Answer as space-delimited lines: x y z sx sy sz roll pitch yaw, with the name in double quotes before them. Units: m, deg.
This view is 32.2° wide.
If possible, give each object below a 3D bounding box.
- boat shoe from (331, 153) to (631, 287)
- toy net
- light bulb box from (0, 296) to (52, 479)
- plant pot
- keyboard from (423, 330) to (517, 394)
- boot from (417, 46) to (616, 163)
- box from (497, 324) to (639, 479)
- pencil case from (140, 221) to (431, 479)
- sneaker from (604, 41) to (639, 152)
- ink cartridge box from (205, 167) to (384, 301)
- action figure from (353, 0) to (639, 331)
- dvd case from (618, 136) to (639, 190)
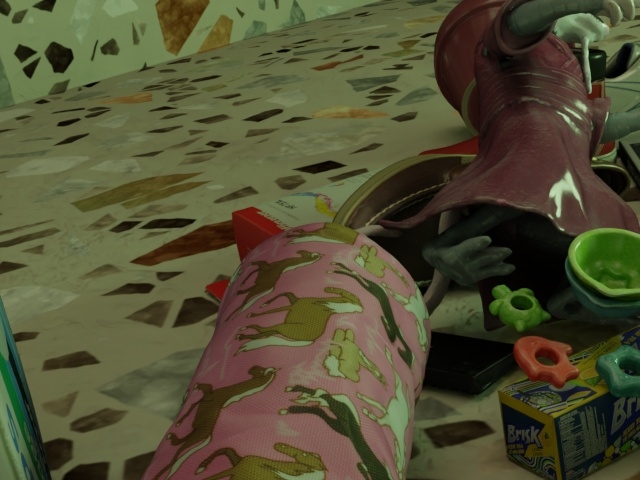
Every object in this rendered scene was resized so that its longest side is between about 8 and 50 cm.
"boat shoe" 0.164 -0.023 1.069 0.342 0.123 0.123 -15 16 -34
"toy net" 0.202 0.084 0.690 0.122 0.045 0.232 -11 42 -18
"light bulb box" -0.299 0.069 0.644 0.225 0.358 0.361 -17 20 -15
"plant pot" 0.259 -0.227 1.542 0.201 0.201 0.180 -7 34 10
"keyboard" 0.063 0.098 0.905 0.180 0.023 0.108 5 17 40
"boot" 0.226 -0.158 1.342 0.244 0.176 0.088 -7 20 13
"box" 0.206 0.104 0.758 0.169 0.054 0.059 -19 20 -26
"pencil case" -0.017 0.126 0.625 0.160 0.167 0.386 -28 14 14
"sneaker" 0.443 -0.195 1.415 0.297 0.129 0.111 -13 16 -14
"ink cartridge box" 0.000 0.000 1.141 0.231 0.078 0.134 -18 20 -21
"action figure" 0.188 -0.087 0.986 0.275 0.248 0.370 -19 47 27
"dvd case" 0.443 -0.085 1.243 0.179 0.030 0.239 -8 18 8
